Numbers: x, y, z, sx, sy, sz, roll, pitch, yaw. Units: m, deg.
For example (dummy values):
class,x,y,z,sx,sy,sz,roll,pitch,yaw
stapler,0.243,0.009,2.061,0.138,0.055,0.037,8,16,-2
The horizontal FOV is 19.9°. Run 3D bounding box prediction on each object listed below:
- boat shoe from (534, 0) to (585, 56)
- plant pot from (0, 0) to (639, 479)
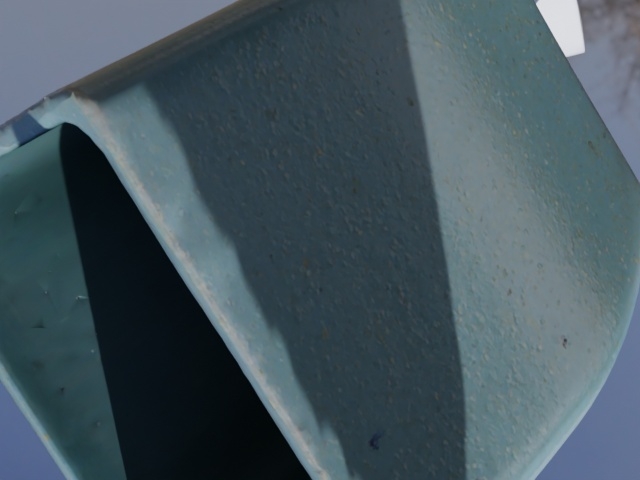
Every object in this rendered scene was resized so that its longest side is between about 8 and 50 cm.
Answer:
class,x,y,z,sx,sy,sz,roll,pitch,yaw
boat shoe,0.074,-0.153,0.886,0.084,0.095,0.258,-12,152,10
plant pot,0.000,0.000,0.838,0.252,0.248,0.247,-37,-170,-30
